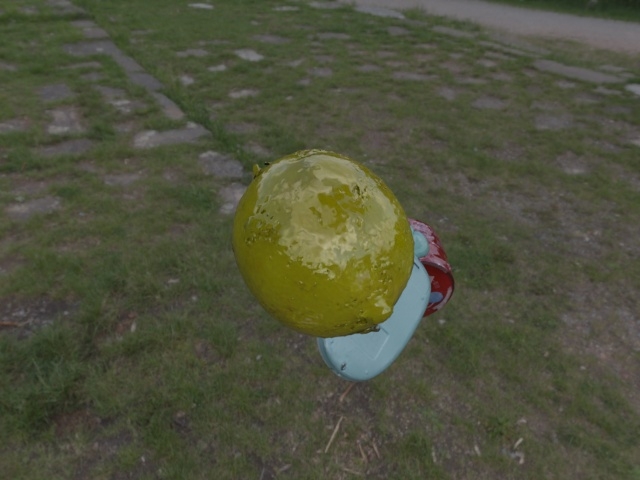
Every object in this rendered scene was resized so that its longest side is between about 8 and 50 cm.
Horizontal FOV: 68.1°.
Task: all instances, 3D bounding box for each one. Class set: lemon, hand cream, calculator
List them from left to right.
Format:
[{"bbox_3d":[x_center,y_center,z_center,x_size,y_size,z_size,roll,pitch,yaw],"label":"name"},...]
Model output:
[{"bbox_3d":[0.000,0.000,0.465,0.206,0.173,0.173,47,51,11],"label":"lemon"},{"bbox_3d":[0.100,0.091,0.781,0.042,0.184,0.295,-9,41,57],"label":"calculator"},{"bbox_3d":[0.186,0.069,1.099,0.230,0.230,0.149,-1,47,-3],"label":"hand cream"}]
